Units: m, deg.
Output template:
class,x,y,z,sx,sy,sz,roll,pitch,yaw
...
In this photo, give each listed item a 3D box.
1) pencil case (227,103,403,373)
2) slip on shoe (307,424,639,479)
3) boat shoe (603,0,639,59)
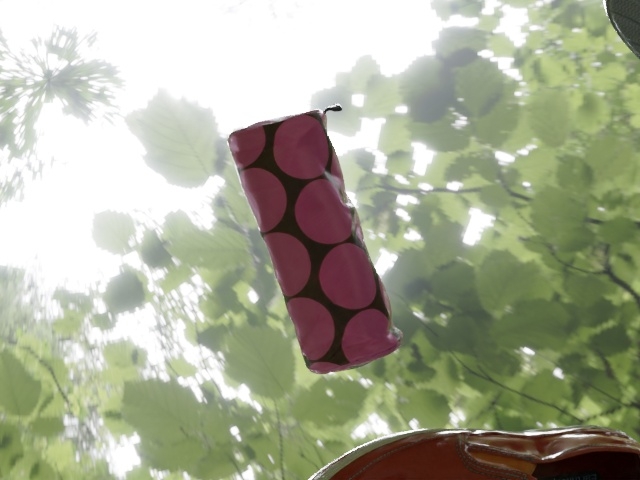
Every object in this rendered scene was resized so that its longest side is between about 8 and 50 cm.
class,x,y,z,sx,sy,sz,roll,pitch,yaw
pencil case,0.000,0.000,1.035,0.095,0.098,0.209,-17,-94,3
slip on shoe,0.122,0.199,0.951,0.331,0.101,0.123,-4,-89,-24
boat shoe,0.414,-0.210,1.331,0.302,0.094,0.109,24,-51,-18
